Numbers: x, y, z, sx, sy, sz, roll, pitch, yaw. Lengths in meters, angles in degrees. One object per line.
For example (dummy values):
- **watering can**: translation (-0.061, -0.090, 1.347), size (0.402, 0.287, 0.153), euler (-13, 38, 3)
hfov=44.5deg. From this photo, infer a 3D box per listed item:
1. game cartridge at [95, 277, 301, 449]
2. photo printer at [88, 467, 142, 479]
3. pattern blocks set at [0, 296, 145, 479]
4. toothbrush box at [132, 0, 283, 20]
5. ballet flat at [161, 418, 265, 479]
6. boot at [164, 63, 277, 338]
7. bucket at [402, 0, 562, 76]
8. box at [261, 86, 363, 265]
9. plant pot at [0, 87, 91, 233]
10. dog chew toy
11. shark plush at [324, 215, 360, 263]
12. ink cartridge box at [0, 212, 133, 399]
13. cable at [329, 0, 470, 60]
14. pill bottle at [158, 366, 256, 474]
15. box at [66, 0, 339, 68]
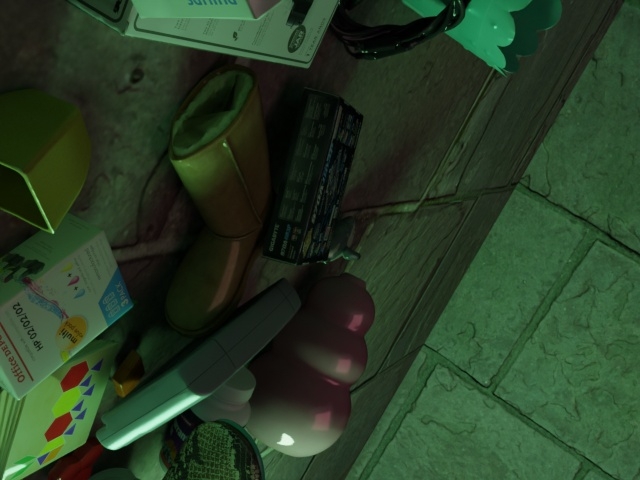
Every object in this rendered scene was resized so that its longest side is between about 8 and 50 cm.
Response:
- **game cartridge**: translation (-0.141, 0.149, 1.022), size (0.198, 0.062, 0.297), euler (-30, -175, 29)
- **photo printer**: translation (-0.365, 0.477, 1.105), size (0.307, 0.107, 0.256), euler (-36, 152, -45)
- **pattern blocks set**: translation (-0.315, 0.203, 0.916), size (0.325, 0.026, 0.285), euler (-62, 160, 17)
- **toothbrush box**: translation (-0.059, -0.299, 0.434), size (0.206, 0.122, 0.283), euler (-45, 131, -28)
- **ballet flat**: translation (-0.191, 0.448, 1.154), size (0.182, 0.164, 0.483), euler (-38, 157, -36)
- **boot**: translation (-0.131, -0.035, 0.902), size (0.269, 0.089, 0.236), euler (81, 33, -63)
- **bucket**: translation (0.248, -0.382, 1.054), size (0.281, 0.183, 0.281), euler (-50, 166, -17)
- **box**: translation (-0.005, -0.078, 1.043), size (0.175, 0.051, 0.220), euler (-5, 110, -77)
- **plant pot**: translation (-0.229, -0.072, 0.621), size (0.083, 0.081, 0.081), euler (-57, 163, -29)
- **dog chew toy**: translation (-0.009, 0.214, 1.411), size (0.332, 0.206, 0.206), euler (-63, 161, -3)
- **shark plush**: translation (0.000, 0.000, 1.343), size (0.161, 0.073, 0.067), euler (-9, 112, -38)
- **ink cartridge box**: translation (-0.272, 0.070, 0.727), size (0.181, 0.061, 0.104), euler (-43, 140, -32)
- **cable**: translation (0.099, -0.293, 0.958), size (0.150, 0.184, 0.047), euler (60, 22, -56)
- **pill bottle**: translation (-0.177, 0.291, 1.254), size (0.108, 0.108, 0.193), euler (-13, 133, -62)
- **box**: translation (-0.076, -0.253, 0.677), size (0.290, 0.087, 0.169), euler (-16, 135, -62)
